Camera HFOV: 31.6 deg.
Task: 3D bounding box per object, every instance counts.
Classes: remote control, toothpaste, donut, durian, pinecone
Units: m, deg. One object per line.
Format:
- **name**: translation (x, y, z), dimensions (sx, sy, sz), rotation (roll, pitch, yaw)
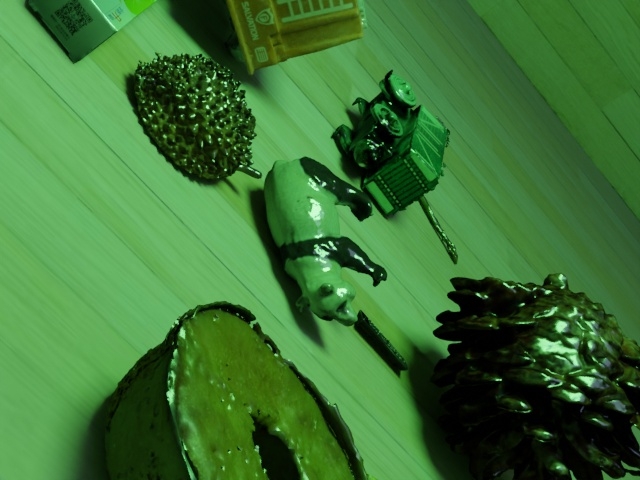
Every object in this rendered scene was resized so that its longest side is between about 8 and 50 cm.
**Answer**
- **remote control**: translation (0.073, 0.123, 1.371), dimensions (0.091, 0.016, 0.034), rotation (48, 7, -18)
- **toothpaste**: translation (-0.224, -0.294, 1.284), dimensions (0.081, 0.067, 0.336), rotation (53, 22, -15)
- **donut**: translation (-0.065, 0.189, 0.898), dimensions (0.272, 0.107, 0.272), rotation (45, 28, -32)
- **durian**: translation (-0.119, -0.141, 1.248), dimensions (0.188, 0.091, 0.148), rotation (49, 23, -21)
- **pinecone**: translation (0.270, 0.184, 1.380), dimensions (0.298, 0.242, 0.296), rotation (18, 48, -8)

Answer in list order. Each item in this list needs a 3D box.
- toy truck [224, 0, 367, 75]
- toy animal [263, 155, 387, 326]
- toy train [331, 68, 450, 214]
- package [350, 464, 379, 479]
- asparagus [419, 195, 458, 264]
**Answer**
- **toy truck**: translation (-0.044, -0.408, 1.549), dimensions (0.387, 0.207, 0.173), rotation (-95, 171, -48)
- **toy animal**: translation (0.000, 0.000, 1.295), dimensions (0.121, 0.094, 0.225), rotation (16, 53, -43)
- **toy train**: translation (0.114, -0.154, 1.710), dimensions (0.154, 0.115, 0.269), rotation (45, 23, -11)
- **package**: translation (0.069, 0.306, 1.010), dimensions (0.168, 0.090, 0.226), rotation (37, 31, -34)
- **asparagus**: translation (0.182, -0.034, 1.811), dimensions (0.162, 0.016, 0.016), rotation (61, 4, 16)
